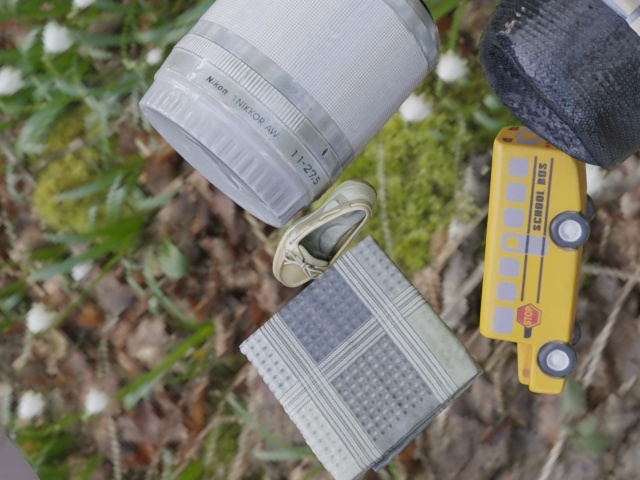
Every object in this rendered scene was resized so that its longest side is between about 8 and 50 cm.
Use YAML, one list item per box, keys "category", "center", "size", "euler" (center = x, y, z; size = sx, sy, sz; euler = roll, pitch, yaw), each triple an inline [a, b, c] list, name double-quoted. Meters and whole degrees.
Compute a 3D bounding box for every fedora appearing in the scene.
- category: "fedora"
  center: [0.291, -0.196, 1.486]
  size: [0.334, 0.152, 0.334]
  euler: [40, 173, 6]

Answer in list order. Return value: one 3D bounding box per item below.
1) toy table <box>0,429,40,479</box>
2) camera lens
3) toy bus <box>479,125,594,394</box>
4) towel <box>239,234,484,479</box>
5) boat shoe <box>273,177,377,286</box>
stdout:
- category: "toy table"
  center: [-0.351, 0.308, 1.265]
  size: [0.274, 0.161, 0.252]
  euler: [57, -173, 36]
- category: "camera lens"
  center: [-0.027, -0.179, 1.376]
  size: [0.219, 0.274, 0.219]
  euler: [40, 172, 7]
- category: "toy bus"
  center: [0.282, 0.027, 1.705]
  size: [0.130, 0.108, 0.332]
  euler: [7, 110, 13]
- category: "towel"
  center: [0.065, 0.202, 2.167]
  size: [0.324, 0.312, 0.056]
  euler: [53, -171, 24]
- category: "boat shoe"
  center: [0.002, 0.001, 1.338]
  size: [0.056, 0.048, 0.153]
  euler: [36, 122, -19]
